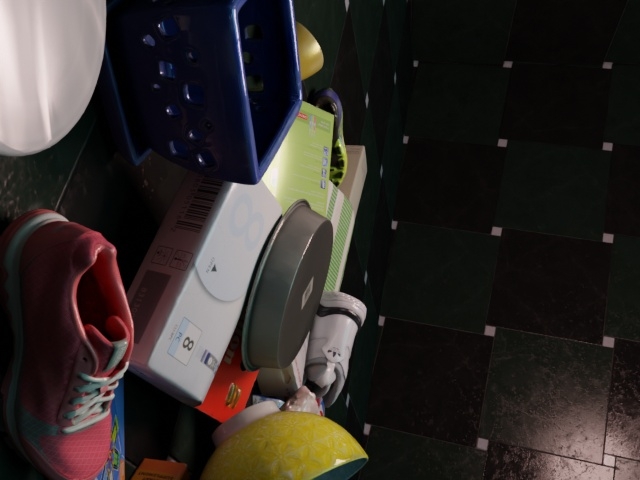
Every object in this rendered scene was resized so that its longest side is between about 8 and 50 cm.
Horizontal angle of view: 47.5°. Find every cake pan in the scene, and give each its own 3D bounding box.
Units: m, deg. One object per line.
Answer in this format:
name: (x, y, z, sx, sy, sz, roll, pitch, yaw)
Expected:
cake pan: (-0.045, 0.080, 1.181, 0.293, 0.054, 0.293, 16, 90, -78)

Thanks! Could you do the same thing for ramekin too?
ramekin: (-0.293, -0.203, 0.573, 0.273, 0.127, 0.273, 4, 90, -77)

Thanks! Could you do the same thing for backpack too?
backpack: (-0.123, 0.356, 1.464, 0.105, 0.114, 0.084, 72, 26, -59)

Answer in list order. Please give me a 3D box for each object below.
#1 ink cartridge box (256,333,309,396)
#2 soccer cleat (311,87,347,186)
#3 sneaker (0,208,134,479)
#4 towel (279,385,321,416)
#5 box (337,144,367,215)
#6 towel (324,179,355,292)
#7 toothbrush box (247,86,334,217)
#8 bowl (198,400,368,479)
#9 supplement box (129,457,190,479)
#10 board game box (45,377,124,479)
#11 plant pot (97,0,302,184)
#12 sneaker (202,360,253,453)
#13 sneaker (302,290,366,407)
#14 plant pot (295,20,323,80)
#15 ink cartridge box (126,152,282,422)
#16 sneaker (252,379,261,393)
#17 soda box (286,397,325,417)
ink cartridge box: (-0.072, 0.181, 1.388, 0.191, 0.082, 0.140, -79, 166, -45)
soccer cleat: (0.027, -0.274, 1.968, 0.121, 0.093, 0.289, -79, 167, -55)
sneaker: (-0.256, 0.129, 0.757, 0.116, 0.136, 0.314, -23, 115, -53)
towel: (-0.111, 0.459, 1.371, 0.332, 0.053, 0.317, -48, 153, -22)
box: (0.069, -0.158, 2.166, 0.113, 0.094, 0.275, 80, 20, -44)
towel: (0.000, 0.000, 1.585, 0.325, 0.038, 0.248, 33, 70, -67)
toothbrush box: (-0.089, -0.113, 1.327, 0.206, 0.122, 0.284, 9, 83, -53)
bowl: (-0.085, 0.347, 1.136, 0.156, 0.289, 0.289, 58, 0, 23)
supplement box: (-0.257, 0.411, 1.004, 0.233, 0.078, 0.080, -64, 154, -59)
board game box: (-0.292, 0.223, 0.911, 0.145, 0.027, 0.282, -27, 120, -73)
plant pot: (-0.159, -0.231, 0.943, 0.236, 0.212, 0.236, -69, 158, -51)
sneaker: (-0.172, 0.251, 1.309, 0.130, 0.108, 0.287, -83, 177, -59)
sneaker: (-0.030, 0.253, 1.604, 0.366, 0.137, 0.210, -41, -153, 60)
plant pot: (-0.076, -0.369, 1.477, 0.095, 0.134, 0.134, -49, 151, -21)
ink cartridge box: (-0.126, 0.101, 1.087, 0.385, 0.091, 0.308, 54, 52, -54)
sneaker: (-0.143, 0.244, 1.441, 0.090, 0.081, 0.232, -69, 151, -47)
soda box: (-0.040, 0.407, 1.895, 0.092, 0.083, 0.264, -61, 151, -62)
